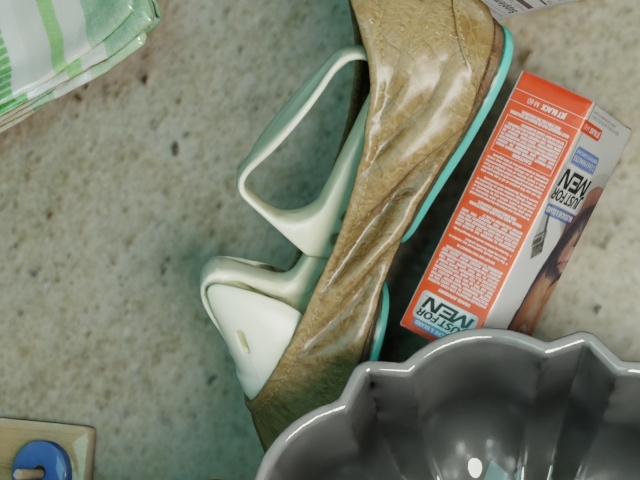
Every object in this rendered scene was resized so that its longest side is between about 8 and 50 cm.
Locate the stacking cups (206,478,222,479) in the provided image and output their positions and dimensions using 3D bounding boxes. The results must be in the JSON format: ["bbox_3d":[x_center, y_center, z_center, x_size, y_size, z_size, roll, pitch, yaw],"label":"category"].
[{"bbox_3d":[0.018,0.284,0.956,0.316,0.096,0.096,39,100,20],"label":"stacking cups"}]

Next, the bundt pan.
[{"bbox_3d":[0.108,0.220,0.853,0.331,0.124,0.330,-1,69,3],"label":"bundt pan"}]

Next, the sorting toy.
[{"bbox_3d":[-0.240,0.192,1.103,0.275,0.046,0.132,2,84,25],"label":"sorting toy"}]

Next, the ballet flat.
[{"bbox_3d":[0.000,0.000,0.945,0.124,0.116,0.342,17,108,-14],"label":"ballet flat"}]

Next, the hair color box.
[{"bbox_3d":[0.120,-0.009,0.937,0.053,0.093,0.167,29,96,25],"label":"hair color box"}]

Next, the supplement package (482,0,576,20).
[{"bbox_3d":[0.083,-0.284,0.927,0.145,0.204,0.261,-12,79,24],"label":"supplement package"}]

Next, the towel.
[{"bbox_3d":[-0.286,-0.177,1.146,0.325,0.038,0.247,-29,72,19],"label":"towel"}]
